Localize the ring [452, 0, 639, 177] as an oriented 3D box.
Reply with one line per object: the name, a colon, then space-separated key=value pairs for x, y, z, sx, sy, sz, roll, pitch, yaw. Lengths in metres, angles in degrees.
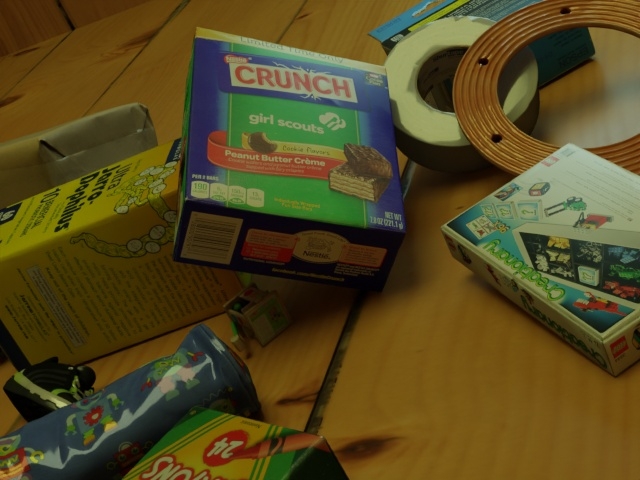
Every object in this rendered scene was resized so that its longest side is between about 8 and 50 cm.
ring: x=0.338 y=-0.193 z=1.441 sx=0.336 sy=0.032 sz=0.337 roll=-7 pitch=51 yaw=9

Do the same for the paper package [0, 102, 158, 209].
paper package: x=-0.486 y=-0.101 z=1.936 sx=0.324 sy=0.168 sz=0.309 roll=-12 pitch=11 yaw=27

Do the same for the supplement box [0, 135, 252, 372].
supplement box: x=-0.287 y=0.019 z=1.574 sx=0.356 sy=0.195 sz=0.194 roll=-20 pitch=26 yaw=12

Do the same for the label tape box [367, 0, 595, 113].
label tape box: x=0.248 y=-0.316 z=1.800 sx=0.240 sy=0.106 sz=0.334 roll=-30 pitch=26 yaw=-5

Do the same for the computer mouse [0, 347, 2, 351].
computer mouse: x=-0.550 y=0.165 z=1.707 sx=0.272 sy=0.072 sz=0.188 roll=-35 pitch=26 yaw=11

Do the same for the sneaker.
sneaker: x=-0.325 y=0.189 z=1.419 sx=0.097 sy=0.084 sz=0.234 roll=-38 pitch=27 yaw=-25

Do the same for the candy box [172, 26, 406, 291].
candy box: x=-0.042 y=-0.106 z=1.414 sx=0.268 sy=0.122 sz=0.317 roll=9 pitch=45 yaw=-13

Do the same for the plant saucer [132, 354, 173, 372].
plant saucer: x=-0.204 y=0.186 z=1.382 sx=0.119 sy=0.021 sz=0.119 roll=-21 pitch=26 yaw=11

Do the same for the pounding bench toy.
pounding bench toy: x=-0.091 y=0.100 z=1.401 sx=0.083 sy=0.052 sz=0.065 roll=-39 pitch=28 yaw=-23

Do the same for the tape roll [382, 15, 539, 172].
tape roll: x=0.192 y=-0.204 z=1.557 sx=0.219 sy=0.072 sz=0.219 roll=-6 pitch=62 yaw=11

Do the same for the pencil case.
pencil case: x=-0.219 y=0.208 z=1.239 sx=0.306 sy=0.119 sz=0.133 roll=-30 pitch=38 yaw=-9

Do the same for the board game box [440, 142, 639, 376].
board game box: x=0.285 y=0.006 z=1.187 sx=0.193 sy=0.053 sz=0.305 roll=-33 pitch=32 yaw=-10

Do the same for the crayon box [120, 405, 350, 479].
crayon box: x=-0.143 y=0.299 z=1.044 sx=0.202 sy=0.081 sz=0.318 roll=3 pitch=39 yaw=46
